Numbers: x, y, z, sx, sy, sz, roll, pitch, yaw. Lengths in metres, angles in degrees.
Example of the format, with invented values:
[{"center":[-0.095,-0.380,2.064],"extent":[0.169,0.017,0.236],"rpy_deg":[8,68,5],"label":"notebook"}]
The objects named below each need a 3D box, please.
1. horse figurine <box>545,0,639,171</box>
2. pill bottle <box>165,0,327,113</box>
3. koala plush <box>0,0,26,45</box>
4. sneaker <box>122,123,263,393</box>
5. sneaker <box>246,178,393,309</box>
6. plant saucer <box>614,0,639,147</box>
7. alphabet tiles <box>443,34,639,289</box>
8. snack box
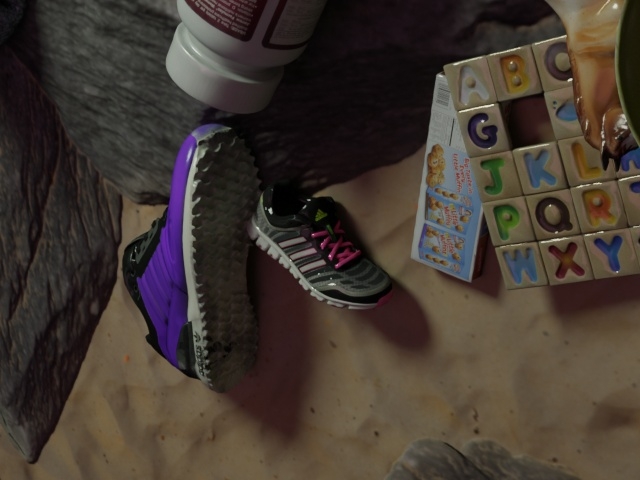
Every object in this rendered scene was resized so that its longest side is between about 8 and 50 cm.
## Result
[{"center":[0.197,-0.204,0.820],"extent":[0.174,0.066,0.263],"rpy_deg":[-43,76,37],"label":"horse figurine"},{"center":[-0.049,-0.224,0.975],"extent":[0.121,0.121,0.221],"rpy_deg":[41,126,18],"label":"pill bottle"},{"center":[-0.445,-0.272,1.223],"extent":[0.196,0.221,0.203],"rpy_deg":[27,125,28],"label":"koala plush"},{"center":[-0.146,0.012,1.191],"extent":[0.146,0.102,0.293],"rpy_deg":[22,123,32],"label":"sneaker"},{"center":[0.000,0.000,1.089],"extent":[0.170,0.063,0.074],"rpy_deg":[36,135,27],"label":"sneaker"},{"center":[0.312,-0.124,0.741],"extent":[0.241,0.037,0.241],"rpy_deg":[4,109,11],"label":"plant saucer"},{"center":[0.224,-0.066,0.894],"extent":[0.237,0.009,0.198],"rpy_deg":[-10,103,36],"label":"alphabet tiles"},{"center":[0.119,-0.053,0.994],"extent":[0.064,0.022,0.178],"rpy_deg":[22,123,28],"label":"snack box"}]
